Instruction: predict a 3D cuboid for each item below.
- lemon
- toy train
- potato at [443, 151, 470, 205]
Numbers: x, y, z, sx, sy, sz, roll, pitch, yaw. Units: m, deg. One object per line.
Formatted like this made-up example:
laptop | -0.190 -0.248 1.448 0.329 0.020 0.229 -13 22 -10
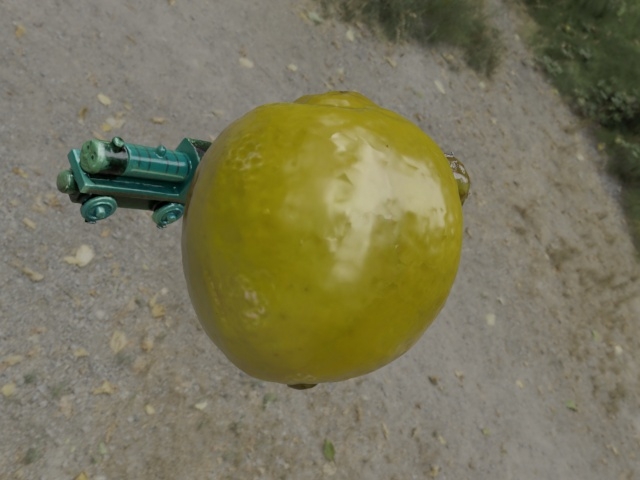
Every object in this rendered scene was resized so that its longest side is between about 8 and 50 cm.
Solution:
lemon | 0.000 0.000 0.747 0.348 0.348 0.347 31 39 -29
toy train | -0.345 -0.125 1.250 0.298 0.194 0.120 3 53 -50
potato | 0.190 -0.099 1.155 0.137 0.137 0.176 42 -1 -16
